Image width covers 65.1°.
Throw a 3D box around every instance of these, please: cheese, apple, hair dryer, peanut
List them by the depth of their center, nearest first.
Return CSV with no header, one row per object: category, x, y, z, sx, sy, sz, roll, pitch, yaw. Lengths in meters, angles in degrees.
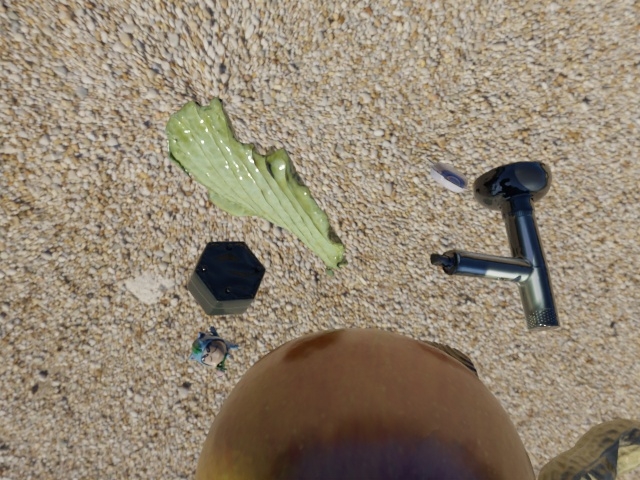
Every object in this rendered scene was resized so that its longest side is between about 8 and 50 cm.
apple,0.036,0.261,0.496,0.339,0.339,0.340,-3,105,-11
hair dryer,0.340,-0.015,0.925,0.284,0.155,0.321,27,55,-39
peanut,0.624,0.504,1.132,0.298,0.136,0.120,-32,95,-12
cheese,0.375,-0.194,1.483,0.135,0.245,0.052,29,109,-6

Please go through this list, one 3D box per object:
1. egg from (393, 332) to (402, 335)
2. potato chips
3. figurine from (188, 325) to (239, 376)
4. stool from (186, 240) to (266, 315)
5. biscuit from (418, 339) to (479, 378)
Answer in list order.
egg,0.190,0.319,1.356,0.118,0.116,0.140,35,81,-38
potato chips,-0.094,-0.078,0.904,0.373,0.389,0.097,30,76,24
figurine,-0.331,0.364,1.634,0.114,0.144,0.178,-56,150,5
stool,-0.293,0.117,1.566,0.232,0.141,0.232,13,57,-21
biscuit,0.275,0.385,1.378,0.317,0.318,0.040,-14,120,-8
